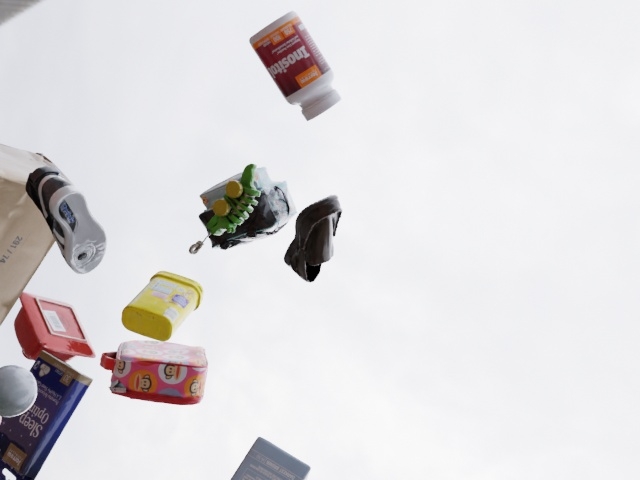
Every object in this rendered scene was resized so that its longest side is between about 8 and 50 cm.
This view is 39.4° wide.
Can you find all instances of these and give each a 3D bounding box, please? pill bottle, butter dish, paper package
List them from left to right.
[{"bbox_3d":[-0.644,-0.020,1.610,0.168,0.309,0.324,38,-82,22],"label":"paper package"},{"bbox_3d":[-0.572,0.202,1.856,0.118,0.160,0.160,-43,-123,13],"label":"butter dish"},{"bbox_3d":[-0.034,-0.261,1.351,0.086,0.086,0.152,-18,-71,53],"label":"pill bottle"}]

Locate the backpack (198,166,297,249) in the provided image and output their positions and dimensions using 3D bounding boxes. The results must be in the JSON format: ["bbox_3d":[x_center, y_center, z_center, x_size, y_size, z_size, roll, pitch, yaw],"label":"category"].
[{"bbox_3d":[-0.140,-0.066,1.787,0.166,0.188,0.144,-23,-95,23],"label":"backpack"}]

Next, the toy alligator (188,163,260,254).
[{"bbox_3d":[-0.149,-0.040,1.482,0.051,0.056,0.189,40,-78,22],"label":"toy alligator"}]

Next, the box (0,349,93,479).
[{"bbox_3d":[-0.493,0.312,1.535,0.136,0.036,0.225,17,-106,43],"label":"box"}]

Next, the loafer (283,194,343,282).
[{"bbox_3d":[0.000,0.000,1.575,0.078,0.080,0.220,54,-29,20],"label":"loafer"}]

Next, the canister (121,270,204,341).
[{"bbox_3d":[-0.346,0.143,1.963,0.126,0.170,0.073,17,-62,9],"label":"canister"}]

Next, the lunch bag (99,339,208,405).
[{"bbox_3d":[-0.407,0.312,2.178,0.293,0.258,0.120,-160,-101,-82],"label":"lunch bag"}]

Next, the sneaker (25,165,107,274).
[{"bbox_3d":[-0.432,-0.045,1.512,0.121,0.079,0.216,43,-28,27],"label":"sneaker"}]

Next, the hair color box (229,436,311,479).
[{"bbox_3d":[-0.161,0.540,1.520,0.114,0.374,0.185,29,-29,11],"label":"hair color box"}]

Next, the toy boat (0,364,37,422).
[{"bbox_3d":[-0.457,0.213,1.045,0.148,0.318,0.267,-38,-98,5],"label":"toy boat"}]
